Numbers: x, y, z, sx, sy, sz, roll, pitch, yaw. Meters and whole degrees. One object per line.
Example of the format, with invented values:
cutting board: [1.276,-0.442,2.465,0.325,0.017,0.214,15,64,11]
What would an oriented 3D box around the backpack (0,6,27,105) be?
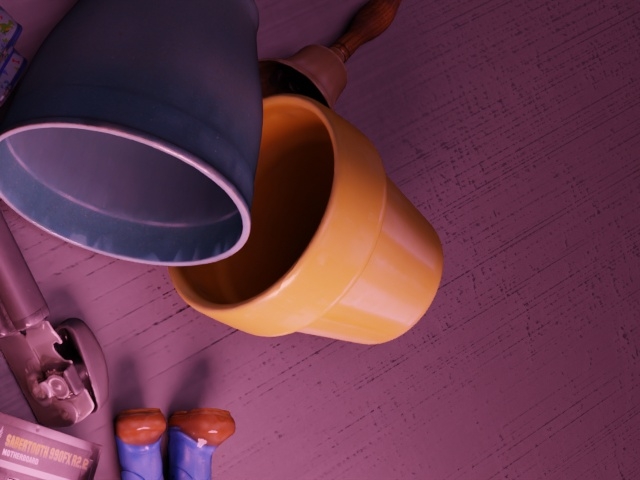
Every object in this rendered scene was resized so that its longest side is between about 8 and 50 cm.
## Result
backpack: [-0.351,-0.182,1.575,0.084,0.105,0.114,39,62,-31]

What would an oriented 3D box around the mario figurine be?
mario figurine: [-0.137,0.335,1.626,0.198,0.170,0.320,-4,80,4]

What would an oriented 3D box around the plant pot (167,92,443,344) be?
plant pot: [0.000,0.000,1.703,0.239,0.254,0.254,29,73,-43]

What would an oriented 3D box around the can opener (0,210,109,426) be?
can opener: [-0.309,0.063,1.618,0.283,0.076,0.095,66,29,-10]

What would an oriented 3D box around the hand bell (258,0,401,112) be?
hand bell: [0.026,-0.224,1.811,0.126,0.126,0.242,53,53,-17]

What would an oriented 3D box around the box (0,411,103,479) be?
box: [-0.324,0.263,1.531,0.231,0.056,0.183,33,69,-58]

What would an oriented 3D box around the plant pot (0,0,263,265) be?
plant pot: [-0.175,-0.148,1.597,0.272,0.272,0.255,28,59,-26]
